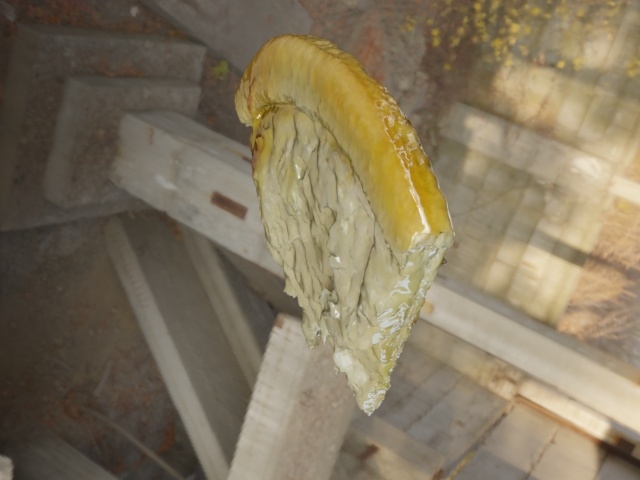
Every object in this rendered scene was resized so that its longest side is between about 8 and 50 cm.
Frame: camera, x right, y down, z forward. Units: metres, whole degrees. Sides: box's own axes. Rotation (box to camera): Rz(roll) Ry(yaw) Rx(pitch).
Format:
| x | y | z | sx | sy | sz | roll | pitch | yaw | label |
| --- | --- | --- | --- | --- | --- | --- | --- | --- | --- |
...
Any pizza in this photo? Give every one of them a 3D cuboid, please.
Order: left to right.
| x | y | z | sx | sy | sz | roll | pitch | yaw | label |
| --- | --- | --- | --- | --- | --- | --- | --- | --- | --- |
| 0.000 | 0.000 | 0.452 | 0.034 | 0.181 | 0.262 | -22 | 145 | -19 | pizza |
